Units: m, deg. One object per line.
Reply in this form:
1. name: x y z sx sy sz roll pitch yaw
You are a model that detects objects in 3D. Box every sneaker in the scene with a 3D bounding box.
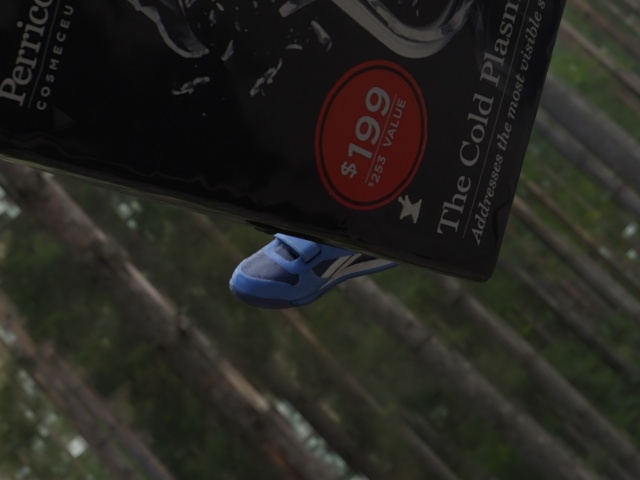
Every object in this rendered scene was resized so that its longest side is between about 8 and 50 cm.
1. sneaker: 0.000 0.000 1.249 0.144 0.053 0.059 -25 -47 -30

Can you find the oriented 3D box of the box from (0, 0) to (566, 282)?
1. box: -0.040 -0.183 0.853 0.312 0.179 0.343 14 -90 -41
